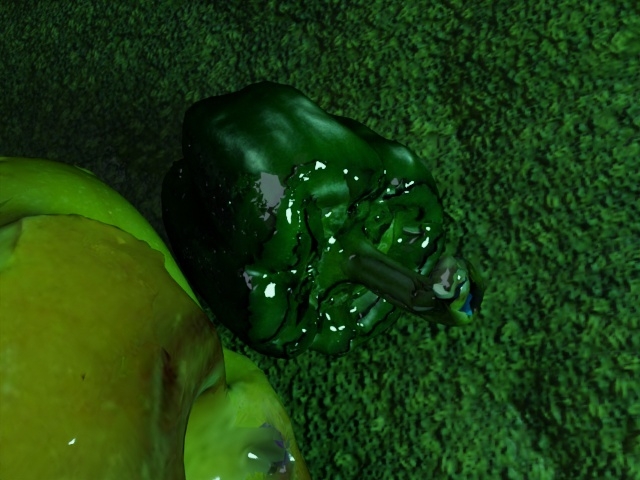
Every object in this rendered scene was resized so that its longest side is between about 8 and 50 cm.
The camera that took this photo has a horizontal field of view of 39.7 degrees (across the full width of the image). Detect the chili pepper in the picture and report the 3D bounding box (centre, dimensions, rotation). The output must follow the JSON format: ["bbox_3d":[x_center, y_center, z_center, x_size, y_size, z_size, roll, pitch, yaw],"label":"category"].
[{"bbox_3d":[0.000,0.000,0.579,0.165,0.174,0.261,-51,47,8],"label":"chili pepper"}]

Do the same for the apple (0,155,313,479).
[{"bbox_3d":[-0.175,0.130,0.518,0.374,0.374,0.384,1,73,32],"label":"apple"}]
